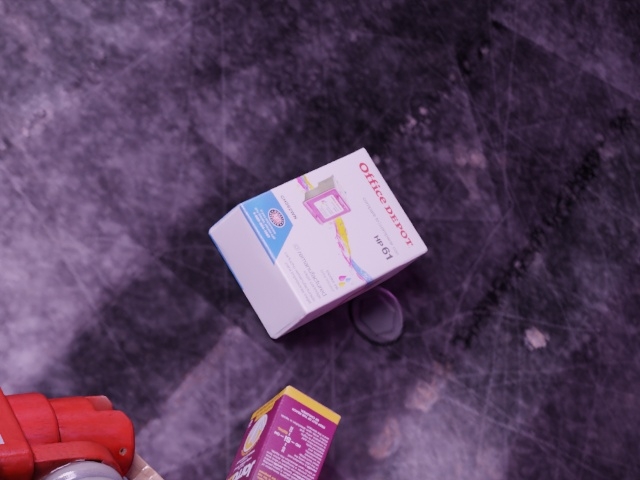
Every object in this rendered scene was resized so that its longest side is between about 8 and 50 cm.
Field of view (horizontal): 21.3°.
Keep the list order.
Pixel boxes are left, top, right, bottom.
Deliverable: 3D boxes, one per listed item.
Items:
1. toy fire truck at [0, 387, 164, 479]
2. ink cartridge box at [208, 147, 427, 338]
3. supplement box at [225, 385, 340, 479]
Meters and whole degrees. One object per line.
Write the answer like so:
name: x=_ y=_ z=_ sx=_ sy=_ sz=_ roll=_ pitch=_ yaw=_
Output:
toy fire truck: x=-0.124 y=0.166 z=0.921 sx=0.246 sy=0.158 sz=0.217 roll=-3 pitch=35 yaw=-30
ink cartridge box: x=0.000 y=0.000 z=1.166 sx=0.122 sy=0.052 sz=0.088 roll=-26 pitch=82 yaw=-40
supplement box: x=-0.028 y=0.143 z=1.074 sx=0.043 sy=0.055 sz=0.083 roll=32 pitch=53 yaw=-13
